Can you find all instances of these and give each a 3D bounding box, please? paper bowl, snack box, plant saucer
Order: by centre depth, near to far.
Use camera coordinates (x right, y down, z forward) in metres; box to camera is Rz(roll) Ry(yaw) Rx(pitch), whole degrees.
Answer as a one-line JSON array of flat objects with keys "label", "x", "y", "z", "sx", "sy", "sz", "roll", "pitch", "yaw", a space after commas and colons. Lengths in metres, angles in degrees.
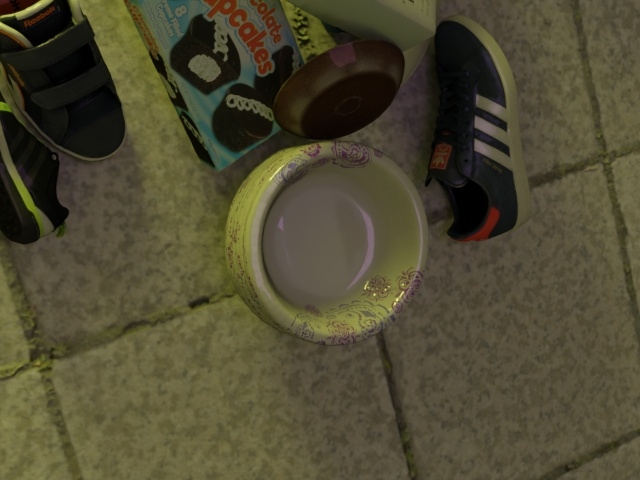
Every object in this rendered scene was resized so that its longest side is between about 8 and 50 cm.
[{"label": "snack box", "x": -0.137, "y": -0.277, "z": 1.432, "sx": 0.187, "sy": 0.060, "sz": 0.322, "roll": -36, "pitch": 124, "yaw": -19}, {"label": "plant saucer", "x": 0.033, "y": -0.196, "z": 1.466, "sx": 0.198, "sy": 0.199, "sz": 0.036, "roll": -14, "pitch": 63, "yaw": -25}, {"label": "paper bowl", "x": 0.000, "y": 0.000, "z": 1.518, "sx": 0.284, "sy": 0.148, "sz": 0.284, "roll": -3, "pitch": 96, "yaw": -26}]

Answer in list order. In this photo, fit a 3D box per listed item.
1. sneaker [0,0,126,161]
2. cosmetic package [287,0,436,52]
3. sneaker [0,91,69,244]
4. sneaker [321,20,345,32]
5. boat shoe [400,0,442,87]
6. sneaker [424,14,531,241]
[{"label": "sneaker", "x": -0.343, "y": -0.237, "z": 1.342, "sx": 0.126, "sy": 0.127, "sz": 0.321, "roll": -38, "pitch": 111, "yaw": -20}, {"label": "cosmetic package", "x": 0.031, "y": -0.475, "z": 1.430, "sx": 0.284, "sy": 0.097, "sz": 0.378, "roll": 18, "pitch": 65, "yaw": -35}, {"label": "sneaker", "x": -0.389, "y": -0.109, "z": 1.368, "sx": 0.097, "sy": 0.084, "sz": 0.235, "roll": -29, "pitch": 110, "yaw": -43}, {"label": "sneaker", "x": 0.033, "y": -0.417, "z": 1.532, "sx": 0.081, "sy": 0.090, "sz": 0.232, "roll": -14, "pitch": 101, "yaw": -25}, {"label": "boat shoe", "x": 0.130, "y": -0.371, "z": 1.585, "sx": 0.305, "sy": 0.091, "sz": 0.109, "roll": -69, "pitch": 159, "yaw": -1}, {"label": "sneaker", "x": 0.216, "y": -0.160, "z": 1.621, "sx": 0.148, "sy": 0.131, "sz": 0.350, "roll": -24, "pitch": 105, "yaw": -27}]
